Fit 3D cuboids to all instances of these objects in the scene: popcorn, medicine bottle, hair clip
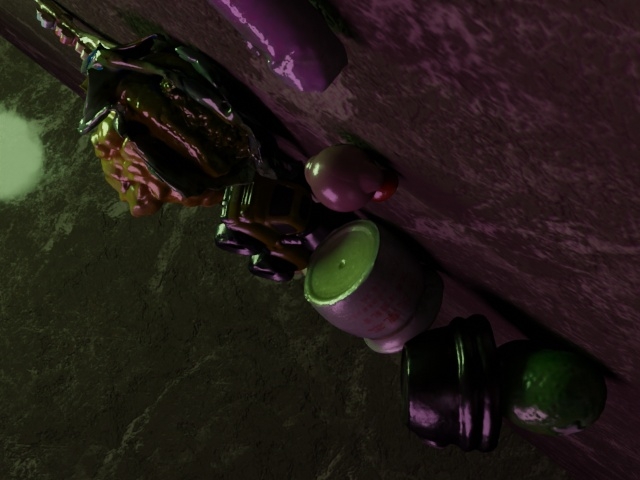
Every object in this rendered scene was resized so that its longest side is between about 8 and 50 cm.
[{"bbox_3d":[-0.235,-0.124,1.267,0.200,0.203,0.226,42,-173,21],"label":"popcorn"},{"bbox_3d":[0.073,0.063,1.133,0.143,0.147,0.147,39,175,-31],"label":"medicine bottle"},{"bbox_3d":[-0.385,-0.322,1.331,0.214,0.056,0.062,34,-153,24],"label":"hair clip"}]

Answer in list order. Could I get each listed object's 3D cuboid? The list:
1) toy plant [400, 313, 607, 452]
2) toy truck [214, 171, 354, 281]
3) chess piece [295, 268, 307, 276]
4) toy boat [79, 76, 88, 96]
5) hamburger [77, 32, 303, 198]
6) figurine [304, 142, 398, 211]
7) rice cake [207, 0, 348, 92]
[{"bbox_3d":[0.222,0.180,1.058,0.235,0.175,0.218,-3,-176,1],"label":"toy plant"},{"bbox_3d":[-0.041,-0.030,1.217,0.165,0.147,0.224,4,163,25],"label":"toy truck"},{"bbox_3d":[-0.050,0.010,1.717,0.243,0.133,0.133,26,169,33],"label":"chess piece"},{"bbox_3d":[-0.416,-0.298,1.596,0.057,0.077,0.200,39,175,-3],"label":"toy boat"},{"bbox_3d":[-0.177,-0.137,1.044,0.260,0.150,0.276,40,174,-39],"label":"hamburger"},{"bbox_3d":[0.026,-0.061,0.817,0.071,0.066,0.083,15,174,-41],"label":"figurine"},{"bbox_3d":[-0.077,-0.184,0.489,0.270,0.055,0.049,43,168,-35],"label":"rice cake"}]
